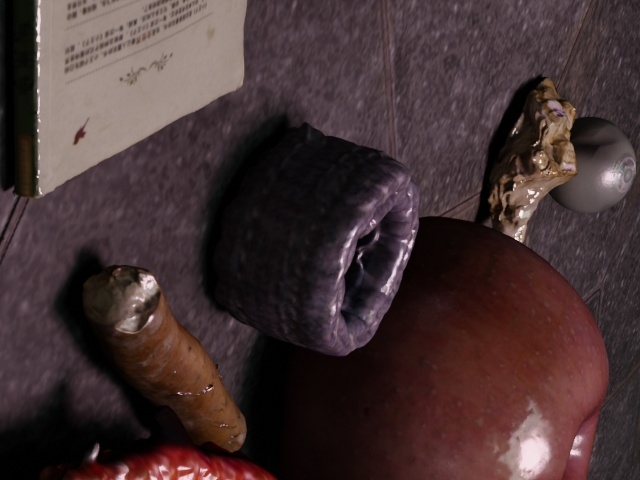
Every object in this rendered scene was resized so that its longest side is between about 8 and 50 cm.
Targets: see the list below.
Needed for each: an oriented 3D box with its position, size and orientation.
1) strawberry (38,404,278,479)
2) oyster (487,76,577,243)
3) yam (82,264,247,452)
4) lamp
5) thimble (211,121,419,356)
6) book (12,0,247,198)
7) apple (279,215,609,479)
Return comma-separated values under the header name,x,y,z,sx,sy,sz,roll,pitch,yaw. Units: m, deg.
name,x,y,z,sx,sy,sz,roll,pitch,yaw
strawberry,-0.132,0.208,0.911,0.306,0.138,0.233,46,55,-47
oyster,0.221,-0.068,1.536,0.191,0.081,0.163,-68,162,5
yam,-0.094,0.084,0.962,0.056,0.057,0.241,-61,156,-21
lamp,0.292,-0.082,1.650,0.105,0.105,0.105,-49,149,-42
thimble,-0.001,0.002,1.051,0.150,0.098,0.150,-50,151,-40
book,-0.090,-0.181,0.786,0.201,0.026,0.289,-38,141,-53
apple,0.102,0.137,1.219,0.305,0.235,0.305,-49,148,-44
